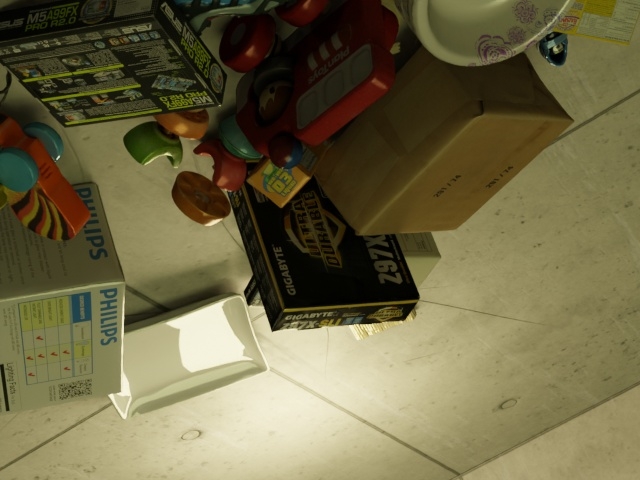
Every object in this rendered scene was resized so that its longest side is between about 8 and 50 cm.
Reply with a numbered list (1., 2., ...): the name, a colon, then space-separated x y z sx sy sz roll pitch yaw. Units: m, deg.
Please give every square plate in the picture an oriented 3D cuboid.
1. square plate: -0.301 0.238 2.419 0.344 0.049 0.347 -19 147 -4

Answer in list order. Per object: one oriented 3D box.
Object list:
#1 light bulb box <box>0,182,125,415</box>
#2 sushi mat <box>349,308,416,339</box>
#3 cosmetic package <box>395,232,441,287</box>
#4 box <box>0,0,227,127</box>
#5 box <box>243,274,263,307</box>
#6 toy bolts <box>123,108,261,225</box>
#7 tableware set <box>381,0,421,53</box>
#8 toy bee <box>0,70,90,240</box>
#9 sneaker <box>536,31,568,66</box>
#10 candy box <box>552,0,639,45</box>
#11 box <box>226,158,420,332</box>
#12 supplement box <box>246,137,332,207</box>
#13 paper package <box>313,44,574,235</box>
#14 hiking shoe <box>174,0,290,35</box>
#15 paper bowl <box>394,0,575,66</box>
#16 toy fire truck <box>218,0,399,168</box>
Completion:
1. light bulb box: -0.533 0.116 1.965 0.361 0.225 0.358 -9 144 -18
2. sushi mat: 0.109 0.121 2.499 0.151 0.019 0.316 -22 147 5
3. cosmetic package: 0.053 0.002 2.177 0.309 0.160 0.113 2 141 -28
4. box: -0.299 -0.254 1.627 0.270 0.060 0.216 -5 151 21
5. box: -0.035 0.064 2.301 0.184 0.045 0.190 3 135 -30
6. toy bolts: -0.156 -0.152 1.832 0.158 0.218 0.228 -49 156 26
7. tableware set: 0.130 -0.363 1.812 0.194 0.039 0.128 -18 135 -14
8. toy bee: -0.471 -0.134 1.739 0.162 0.298 0.195 -6 -168 28
9. sneaker: 0.390 -0.351 1.944 0.053 0.059 0.144 -24 144 7
10. candy box: 0.450 -0.390 1.915 0.206 0.027 0.105 4 114 -32
11. box: 0.000 0.000 1.997 0.257 0.322 0.079 -1 143 -26
12. supplement box: -0.047 -0.133 1.872 0.080 0.233 0.078 42 112 -5
13. paper package: 0.210 -0.167 1.967 0.309 0.168 0.325 -3 145 -48
14. hiking shoe: -0.130 -0.375 1.586 0.304 0.113 0.132 -26 147 8
15. paper bowl: 0.238 -0.408 1.685 0.284 0.148 0.284 -16 138 -15
16. toy fire truck: -0.019 -0.239 1.671 0.169 0.254 0.302 29 132 -34
